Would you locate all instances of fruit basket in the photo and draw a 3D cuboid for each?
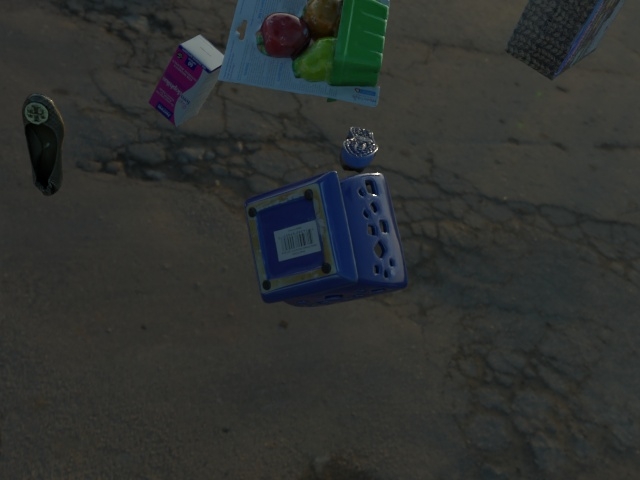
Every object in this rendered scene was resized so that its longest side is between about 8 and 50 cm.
[{"bbox_3d":[-0.029,-0.452,1.598,0.353,0.165,0.327,6,62,4],"label":"fruit basket"}]

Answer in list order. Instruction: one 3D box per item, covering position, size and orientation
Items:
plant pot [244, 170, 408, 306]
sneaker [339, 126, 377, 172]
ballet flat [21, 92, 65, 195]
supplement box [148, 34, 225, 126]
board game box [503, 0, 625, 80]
[{"bbox_3d":[0.000,0.000,1.306,0.212,0.236,0.236,3,74,-59],"label":"plant pot"},{"bbox_3d":[0.083,-0.188,1.593,0.081,0.090,0.232,12,23,2],"label":"sneaker"},{"bbox_3d":[-0.593,-0.196,1.495,0.084,0.250,0.058,12,40,-2],"label":"ballet flat"},{"bbox_3d":[-0.367,-0.442,1.948,0.111,0.220,0.114,40,38,-2],"label":"supplement box"},{"bbox_3d":[0.602,-0.548,1.658,0.141,0.232,0.291,39,45,18],"label":"board game box"}]
